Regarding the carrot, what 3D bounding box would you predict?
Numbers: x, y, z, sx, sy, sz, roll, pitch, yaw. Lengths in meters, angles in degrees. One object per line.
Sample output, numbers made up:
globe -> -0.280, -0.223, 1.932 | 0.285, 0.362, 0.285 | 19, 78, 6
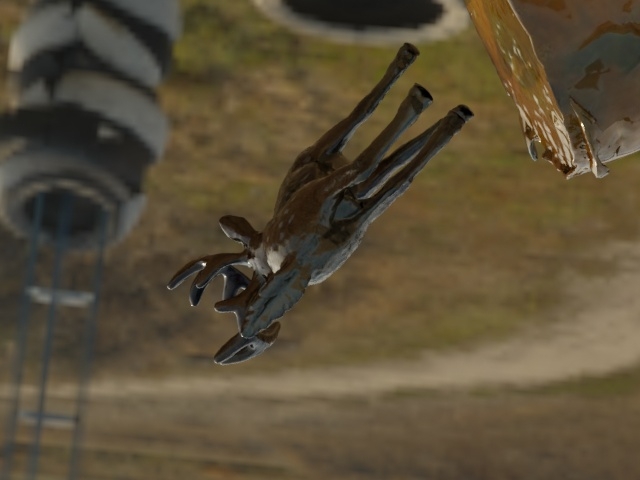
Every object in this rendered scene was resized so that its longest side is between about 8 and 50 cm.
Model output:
carrot -> 0.249, -0.202, 1.196 | 0.340, 0.224, 0.224 | -28, 170, -1

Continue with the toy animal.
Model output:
toy animal -> -0.014, -0.014, 1.288 | 0.087, 0.260, 0.243 | 45, -167, 2
